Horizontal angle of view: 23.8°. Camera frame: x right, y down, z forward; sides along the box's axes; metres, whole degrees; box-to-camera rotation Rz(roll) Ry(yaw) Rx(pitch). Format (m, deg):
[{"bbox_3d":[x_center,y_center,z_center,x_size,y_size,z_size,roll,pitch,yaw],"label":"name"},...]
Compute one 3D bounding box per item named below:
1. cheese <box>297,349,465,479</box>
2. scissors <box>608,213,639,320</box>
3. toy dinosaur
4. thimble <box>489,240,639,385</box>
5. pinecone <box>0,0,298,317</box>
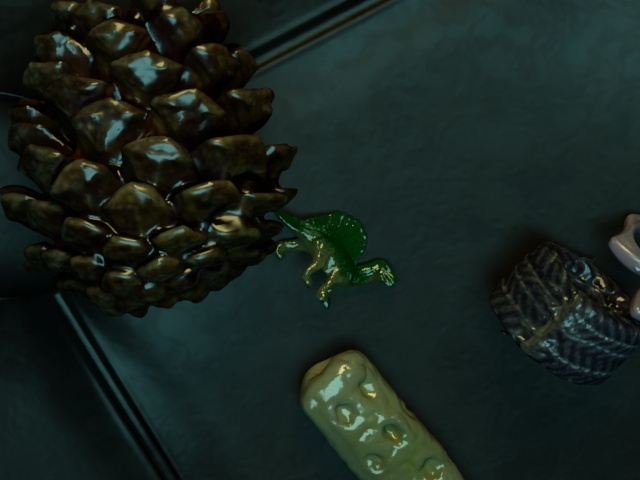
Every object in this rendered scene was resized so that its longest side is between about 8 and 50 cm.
[{"bbox_3d":[0.057,0.161,1.115,0.065,0.043,0.194,-34,110,7],"label":"cheese"},{"bbox_3d":[0.305,0.033,1.091,0.212,0.110,0.021,4,144,-22],"label":"scissors"},{"bbox_3d":[0.000,0.000,1.064,0.060,0.029,0.119,-43,104,-8],"label":"toy dinosaur"},{"bbox_3d":[0.175,0.052,1.069,0.104,0.095,0.066,14,123,-50],"label":"thimble"},{"bbox_3d":[-0.112,-0.057,0.947,0.184,0.179,0.204,-19,84,-11],"label":"pinecone"}]
